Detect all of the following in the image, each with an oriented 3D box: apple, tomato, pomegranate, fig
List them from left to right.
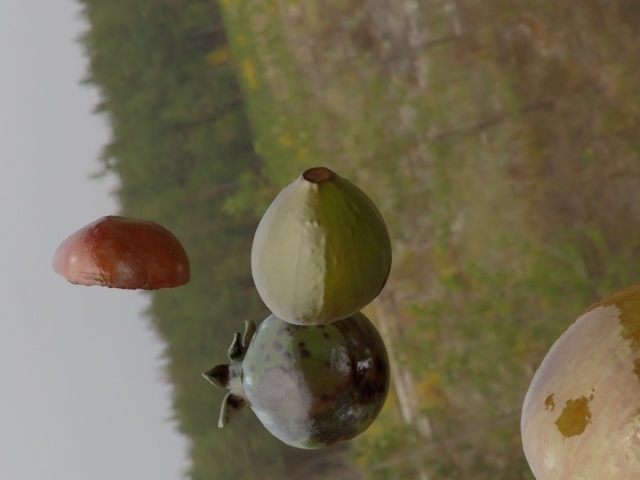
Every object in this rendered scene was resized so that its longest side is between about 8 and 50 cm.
[{"bbox_3d":[-0.219,0.008,1.844,0.155,0.155,0.069,-129,45,-79],"label":"tomato"},{"bbox_3d":[-0.021,0.119,1.554,0.148,0.169,0.149,7,-90,-66],"label":"pomegranate"},{"bbox_3d":[0.000,0.000,0.866,0.074,0.074,0.088,-110,15,-49],"label":"fig"},{"bbox_3d":[0.334,0.164,1.629,0.264,0.264,0.264,166,90,-85],"label":"apple"}]
